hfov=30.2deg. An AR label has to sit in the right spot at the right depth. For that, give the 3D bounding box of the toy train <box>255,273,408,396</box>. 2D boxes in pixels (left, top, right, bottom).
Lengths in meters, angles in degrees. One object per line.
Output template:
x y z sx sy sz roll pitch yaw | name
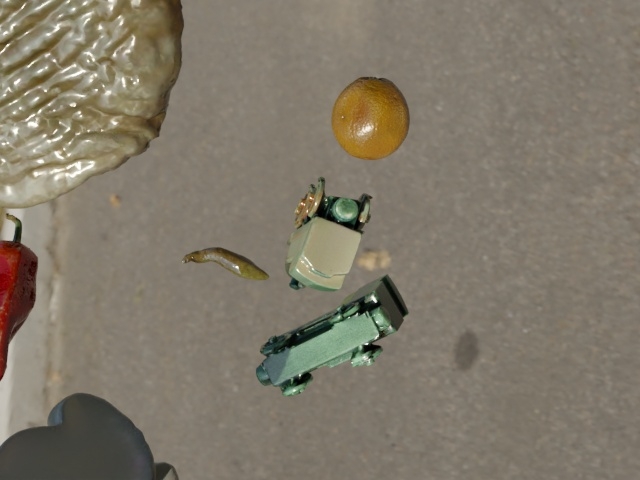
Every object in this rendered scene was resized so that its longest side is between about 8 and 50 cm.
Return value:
0.012 0.127 1.535 0.200 0.132 0.083 -25 98 24 | toy train

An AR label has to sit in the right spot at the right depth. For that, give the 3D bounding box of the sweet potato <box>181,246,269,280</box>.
-0.161 0.037 2.040 0.038 0.153 0.041 110 173 -61 | sweet potato

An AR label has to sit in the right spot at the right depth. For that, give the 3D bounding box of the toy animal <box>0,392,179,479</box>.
-0.259 0.311 1.090 0.206 0.271 0.265 31 119 22 | toy animal

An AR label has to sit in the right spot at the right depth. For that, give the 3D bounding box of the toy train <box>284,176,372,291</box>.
0.000 0.000 1.404 0.194 0.080 0.125 147 144 -77 | toy train

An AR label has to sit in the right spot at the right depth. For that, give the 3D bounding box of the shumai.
-0.237 -0.216 1.073 0.314 0.267 0.262 -46 20 26 | shumai

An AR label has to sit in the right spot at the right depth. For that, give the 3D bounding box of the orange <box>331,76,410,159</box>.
0.050 -0.122 1.183 0.085 0.085 0.085 -26 56 47 | orange

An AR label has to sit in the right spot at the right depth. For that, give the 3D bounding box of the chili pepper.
-0.279 0.054 1.050 0.059 0.050 0.191 -44 37 47 | chili pepper
